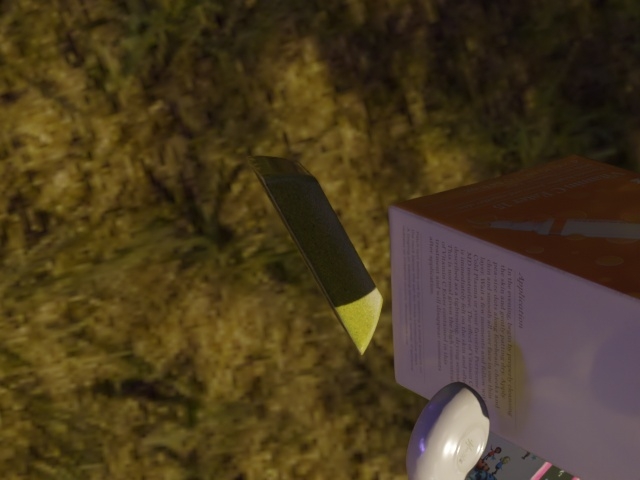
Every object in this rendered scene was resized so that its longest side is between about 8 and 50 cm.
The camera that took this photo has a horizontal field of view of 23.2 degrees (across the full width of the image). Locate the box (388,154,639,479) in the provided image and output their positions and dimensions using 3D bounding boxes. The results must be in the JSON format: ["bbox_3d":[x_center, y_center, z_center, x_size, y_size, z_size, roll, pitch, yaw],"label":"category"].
[{"bbox_3d":[0.240,0.064,1.234,0.215,0.345,0.168,-15,113,-32],"label":"box"}]

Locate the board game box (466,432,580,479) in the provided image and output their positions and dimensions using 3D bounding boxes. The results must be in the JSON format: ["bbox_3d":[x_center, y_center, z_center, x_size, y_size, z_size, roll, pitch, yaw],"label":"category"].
[{"bbox_3d":[0.293,0.203,1.687,0.303,0.097,0.224,-48,141,-5],"label":"board game box"}]

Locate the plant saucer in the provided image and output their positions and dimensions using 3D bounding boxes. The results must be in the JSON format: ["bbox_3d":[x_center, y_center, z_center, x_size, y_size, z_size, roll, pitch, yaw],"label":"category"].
[{"bbox_3d":[0.000,0.000,1.474,0.188,0.045,0.188,61,-1,-11],"label":"plant saucer"}]

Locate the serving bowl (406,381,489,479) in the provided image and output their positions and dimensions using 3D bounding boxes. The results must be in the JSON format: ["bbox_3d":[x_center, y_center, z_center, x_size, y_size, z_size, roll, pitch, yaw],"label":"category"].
[{"bbox_3d":[0.096,0.144,1.112,0.083,0.027,0.083,-28,129,-42],"label":"serving bowl"}]
